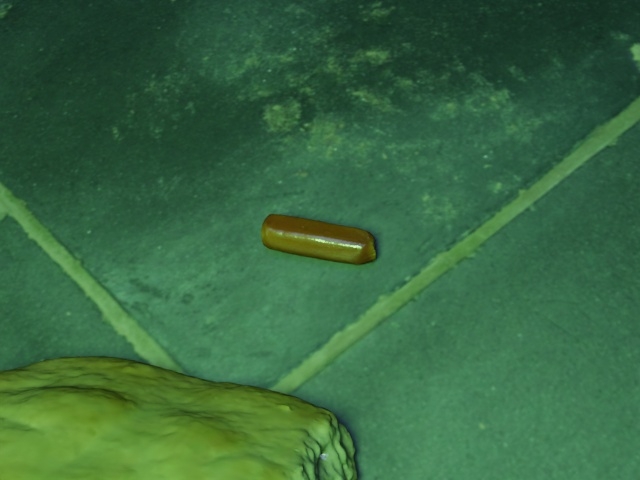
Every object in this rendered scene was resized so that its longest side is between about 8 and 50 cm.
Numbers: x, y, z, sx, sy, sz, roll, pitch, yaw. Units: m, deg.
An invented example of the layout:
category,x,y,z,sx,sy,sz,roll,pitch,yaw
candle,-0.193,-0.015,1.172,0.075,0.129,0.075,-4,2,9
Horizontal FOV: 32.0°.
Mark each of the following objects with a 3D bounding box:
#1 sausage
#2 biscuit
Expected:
category,x,y,z,sx,sy,sz,roll,pitch,yaw
sausage,0.000,0.000,1.245,0.131,0.039,0.041,11,47,12
biscuit,-0.201,0.218,0.969,0.446,0.104,0.429,14,28,23
